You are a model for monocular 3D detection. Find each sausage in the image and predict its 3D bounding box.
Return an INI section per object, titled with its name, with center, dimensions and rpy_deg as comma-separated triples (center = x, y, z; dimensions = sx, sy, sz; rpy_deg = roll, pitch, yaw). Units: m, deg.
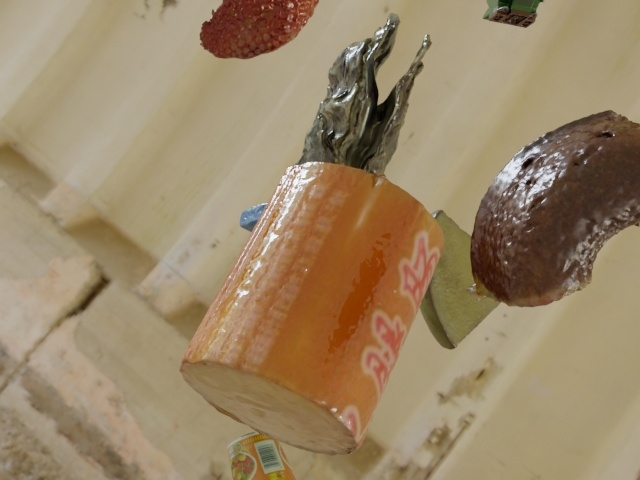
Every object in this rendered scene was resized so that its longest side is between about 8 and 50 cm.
[sausage]
center = -0.005, 0.085, 1.028
dimensions = 0.233, 0.287, 0.233
rpy_deg = 23, -24, 11

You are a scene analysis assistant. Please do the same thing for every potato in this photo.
[potato]
center = 0.271, 0.051, 1.802
dimensions = 0.112, 0.269, 0.255
rpy_deg = -8, -65, 51

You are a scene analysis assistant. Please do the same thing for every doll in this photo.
[doll]
center = 0.359, -0.479, 1.553
dimensions = 0.106, 0.186, 0.134
rpy_deg = 8, 24, -10

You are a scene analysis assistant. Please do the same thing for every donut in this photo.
[donut]
center = 0.219, -0.021, 0.792
dimensions = 0.126, 0.187, 0.144
rpy_deg = -114, -177, -76

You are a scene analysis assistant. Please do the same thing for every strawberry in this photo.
[strawberry]
center = -0.085, -0.391, 1.466
dimensions = 0.175, 0.236, 0.106
rpy_deg = -5, 48, -44

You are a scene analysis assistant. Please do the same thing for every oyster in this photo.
[oyster]
center = 0.038, -0.133, 1.150
dimensions = 0.158, 0.351, 0.162
rpy_deg = 47, 36, 17

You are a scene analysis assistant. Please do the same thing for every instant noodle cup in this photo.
[instant noodle cup]
center = -0.126, 0.523, 1.872
dimensions = 0.168, 0.169, 0.184
rpy_deg = 60, 8, -63

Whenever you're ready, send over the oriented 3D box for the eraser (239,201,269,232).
[eraser]
center = 0.000, 0.000, 1.636
dimensions = 0.144, 0.042, 0.312
rpy_deg = -11, -28, 38
